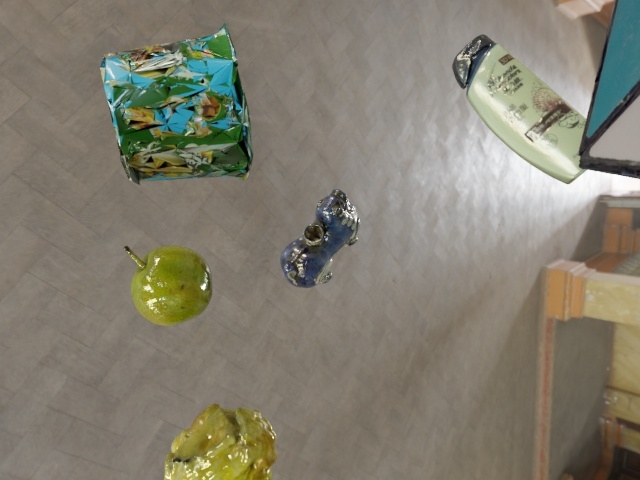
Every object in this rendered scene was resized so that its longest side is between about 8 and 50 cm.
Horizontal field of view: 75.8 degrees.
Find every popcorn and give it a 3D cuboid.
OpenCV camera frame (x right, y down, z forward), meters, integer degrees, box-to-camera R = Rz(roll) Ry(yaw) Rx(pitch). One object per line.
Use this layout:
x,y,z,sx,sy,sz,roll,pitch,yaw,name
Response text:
-0.252,0.549,1.042,0.286,0.252,0.215,-28,146,-15,popcorn

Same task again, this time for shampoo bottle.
0.420,-0.273,0.865,0.134,0.360,0.078,-43,165,12,shampoo bottle

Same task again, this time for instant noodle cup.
-0.220,-0.194,0.633,0.177,0.240,0.241,-12,104,-19,instant noodle cup

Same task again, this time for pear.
-0.345,0.088,0.910,0.216,0.166,0.180,45,51,-39,pear

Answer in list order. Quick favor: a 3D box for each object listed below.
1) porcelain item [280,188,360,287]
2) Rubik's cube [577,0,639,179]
0.000,0.000,1.143,0.288,0.138,0.186,-49,157,-8,porcelain item
0.515,-0.197,0.431,0.306,0.310,0.306,0,108,-2,Rubik's cube
